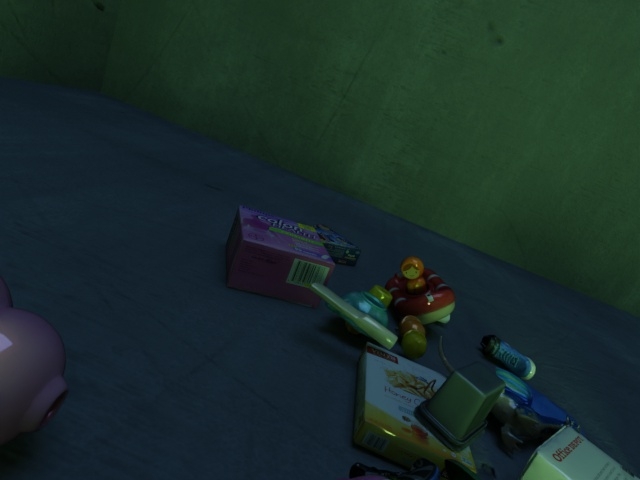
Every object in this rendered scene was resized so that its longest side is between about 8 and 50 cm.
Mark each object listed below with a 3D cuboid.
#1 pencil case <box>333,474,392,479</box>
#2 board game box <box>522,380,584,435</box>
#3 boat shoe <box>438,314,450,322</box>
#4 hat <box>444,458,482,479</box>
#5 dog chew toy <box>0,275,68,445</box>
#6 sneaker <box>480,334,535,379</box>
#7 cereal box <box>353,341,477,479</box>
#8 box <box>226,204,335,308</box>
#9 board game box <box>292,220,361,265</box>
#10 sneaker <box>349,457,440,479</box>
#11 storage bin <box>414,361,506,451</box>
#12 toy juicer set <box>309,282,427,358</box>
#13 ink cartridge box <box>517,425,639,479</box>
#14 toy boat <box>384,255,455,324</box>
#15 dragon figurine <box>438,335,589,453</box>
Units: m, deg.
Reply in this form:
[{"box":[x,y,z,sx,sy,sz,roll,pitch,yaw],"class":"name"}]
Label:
[{"box":[-0.077,0.255,0.260,0.386,0.160,0.167,10,53,-37],"class":"pencil case"},{"box":[0.449,0.351,0.879,0.168,0.033,0.133,36,15,25],"class":"board game box"},{"box":[0.331,0.172,1.248,0.075,0.083,0.226,32,28,-3],"class":"boat shoe"},{"box":[0.125,0.355,0.435,0.173,0.183,0.208,48,-16,33],"class":"hat"},{"box":[-0.389,0.075,0.377,0.331,0.207,0.206,28,15,-6],"class":"dog chew toy"},{"box":[0.448,0.281,1.046,0.084,0.058,0.152,25,11,-12],"class":"sneaker"},{"box":[0.143,0.269,0.701,0.173,0.047,0.240,24,16,0],"class":"cereal box"},{"box":[-0.106,0.032,1.023,0.213,0.117,0.243,17,16,-18],"class":"box"},{"box":[0.000,0.000,1.374,0.194,0.060,0.194,12,17,-30],"class":"board game box"},{"box":[0.075,0.291,0.504,0.188,0.067,0.078,3,31,-43],"class":"sneaker"},{"box":[0.218,0.238,0.656,0.098,0.091,0.135,39,18,35],"class":"storage bin"},{"box":[0.113,0.182,0.892,0.209,0.089,0.329,41,13,27],"class":"toy juicer set"},{"box":[0.402,0.383,0.590,0.160,0.093,0.219,7,22,-44],"class":"ink cartridge box"},{"box":[0.247,0.111,1.103,0.151,0.151,0.231,-19,20,-1],"class":"toy boat"},{"box":[0.337,0.295,0.793,0.289,0.085,0.144,37,16,32],"class":"dragon figurine"}]
